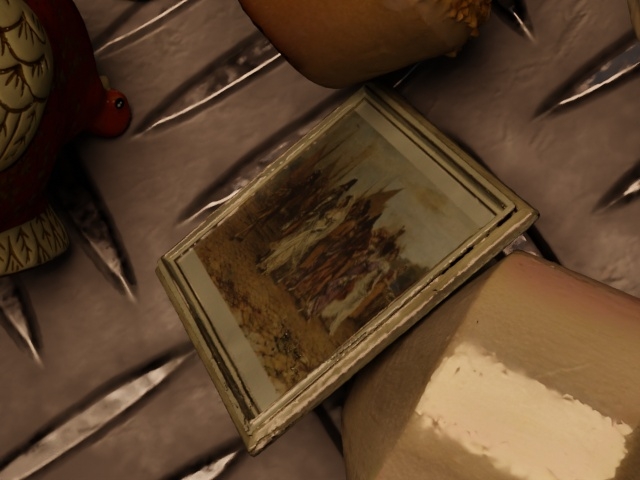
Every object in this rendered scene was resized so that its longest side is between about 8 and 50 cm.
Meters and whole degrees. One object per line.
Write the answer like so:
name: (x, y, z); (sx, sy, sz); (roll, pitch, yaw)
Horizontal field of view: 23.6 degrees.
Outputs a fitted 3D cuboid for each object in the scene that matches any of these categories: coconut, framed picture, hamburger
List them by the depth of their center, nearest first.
coconut: (0.119, 0.118, 0.875); (0.241, 0.241, 0.241); (-4, 73, 14)
framed picture: (0.000, 0.000, 0.960); (0.217, 0.017, 0.274); (-41, 28, -1)
hamburger: (0.004, -0.242, 0.979); (0.170, 0.302, 0.302); (-32, 68, 13)

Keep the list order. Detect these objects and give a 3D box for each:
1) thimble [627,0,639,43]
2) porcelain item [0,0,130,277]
thimble: (0.298, -0.149, 0.922); (0.219, 0.150, 0.219); (-9, 70, 25)
porcelain item: (-0.241, -0.092, 1.064); (0.253, 0.253, 0.253); (-4, 73, 14)
